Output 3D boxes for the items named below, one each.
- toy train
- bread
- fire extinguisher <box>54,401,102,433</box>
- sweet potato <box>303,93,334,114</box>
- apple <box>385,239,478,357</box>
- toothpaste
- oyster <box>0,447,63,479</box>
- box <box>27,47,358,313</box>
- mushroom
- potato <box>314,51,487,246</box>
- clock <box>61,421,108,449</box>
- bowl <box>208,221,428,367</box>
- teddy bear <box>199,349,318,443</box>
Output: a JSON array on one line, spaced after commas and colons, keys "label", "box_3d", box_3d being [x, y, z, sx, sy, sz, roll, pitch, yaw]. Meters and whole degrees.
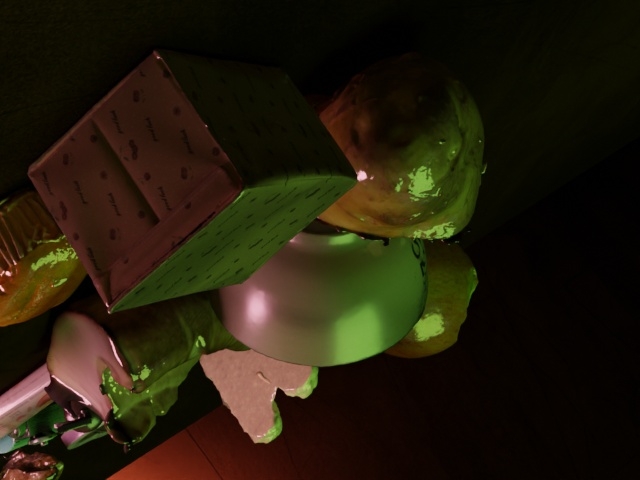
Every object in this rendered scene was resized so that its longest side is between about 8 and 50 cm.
[{"label": "toy train", "box_3d": [-0.538, 0.346, 2.134, 0.159, 0.101, 0.248, -22, 175, 29]}, {"label": "bread", "box_3d": [-0.344, 0.024, 1.281, 0.132, 0.114, 0.190, -17, 155, -48]}, {"label": "fire extinguisher", "box_3d": [-0.436, 0.294, 1.963, 0.089, 0.072, 0.268, -9, -170, -14]}, {"label": "sweet potato", "box_3d": [-0.026, -0.180, 1.505, 0.095, 0.034, 0.034, -22, 167, -6]}, {"label": "apple", "box_3d": [0.203, 0.119, 2.631, 0.339, 0.339, 0.339, -33, 169, -7]}, {"label": "toothpaste", "box_3d": [-0.533, 0.290, 1.953, 0.323, 0.066, 0.100, -36, 146, 13]}, {"label": "oyster", "box_3d": [-0.712, 0.544, 2.349, 0.337, 0.133, 0.198, -28, 175, -9]}, {"label": "box", "box_3d": [-0.136, -0.071, 1.257, 0.225, 0.190, 0.297, -39, 169, 22]}, {"label": "mushroom", "box_3d": [-0.240, 0.121, 1.812, 0.397, 0.224, 0.313, -35, 157, -34]}, {"label": "potato", "box_3d": [0.121, -0.155, 1.537, 0.301, 0.288, 0.237, 2, 138, -13]}, {"label": "clock", "box_3d": [-0.495, 0.397, 2.497, 0.172, 0.064, 0.198, -41, 167, 31]}, {"label": "bowl", "box_3d": [0.000, 0.000, 1.673, 0.354, 0.354, 0.185, -28, 142, -28]}, {"label": "teddy bear", "box_3d": [-0.094, 0.261, 2.447, 0.327, 0.375, 0.362, -54, 150, 10]}]
